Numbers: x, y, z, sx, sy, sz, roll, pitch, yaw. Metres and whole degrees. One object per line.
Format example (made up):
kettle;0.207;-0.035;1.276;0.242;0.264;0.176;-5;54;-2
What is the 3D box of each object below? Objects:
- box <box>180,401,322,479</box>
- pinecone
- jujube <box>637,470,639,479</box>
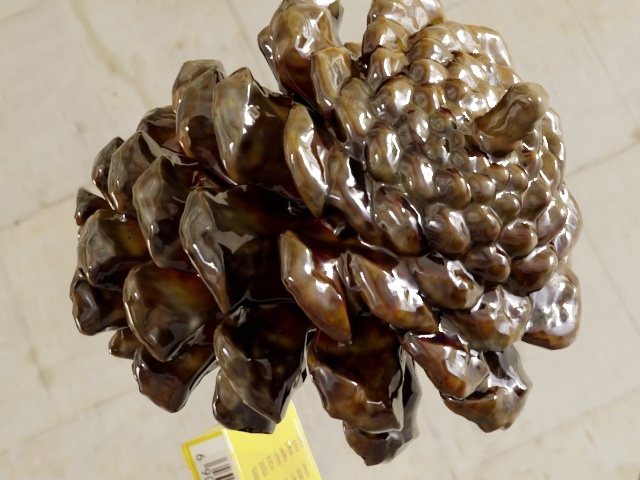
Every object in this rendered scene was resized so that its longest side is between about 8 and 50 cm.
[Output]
box;-0.010;0.245;0.950;0.043;0.269;0.152;-21;-2;16
pinecone;0.000;0.000;0.721;0.309;0.244;0.244;-16;-6;41
jujube;0.259;0.165;0.530;0.226;0.317;0.226;-12;-50;-14
